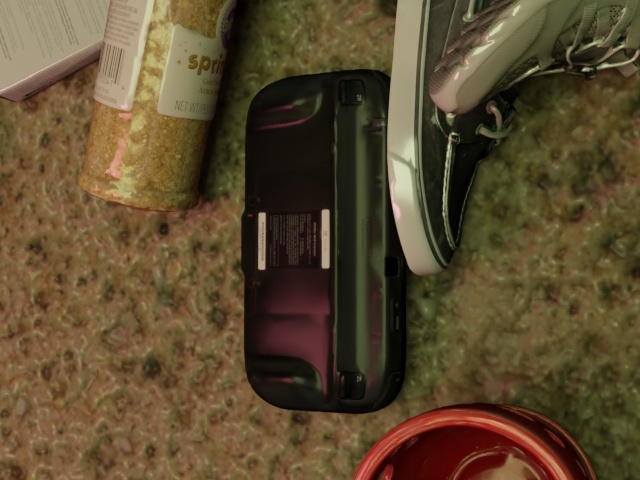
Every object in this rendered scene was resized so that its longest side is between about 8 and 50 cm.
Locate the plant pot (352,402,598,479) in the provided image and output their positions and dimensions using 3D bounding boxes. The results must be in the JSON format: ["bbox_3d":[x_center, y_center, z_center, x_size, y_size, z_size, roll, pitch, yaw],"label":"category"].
[{"bbox_3d":[0.133,0.225,0.873,0.191,0.174,0.191,-1,86,18],"label":"plant pot"}]

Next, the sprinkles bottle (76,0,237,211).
[{"bbox_3d":[-0.139,-0.210,0.998,0.121,0.121,0.355,17,102,20],"label":"sprinkles bottle"}]

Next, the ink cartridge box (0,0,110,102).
[{"bbox_3d":[-0.273,-0.290,1.118,0.224,0.045,0.223,-24,80,15],"label":"ink cartridge box"}]

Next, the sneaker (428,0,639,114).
[{"bbox_3d":[0.217,-0.174,0.869,0.281,0.105,0.115,-34,100,-10],"label":"sneaker"}]

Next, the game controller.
[{"bbox_3d":[0.000,0.000,0.999,0.166,0.067,0.319,-2,85,37],"label":"game controller"}]

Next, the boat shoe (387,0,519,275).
[{"bbox_3d":[0.123,-0.119,0.942,0.102,0.108,0.301,0,79,21],"label":"boat shoe"}]
